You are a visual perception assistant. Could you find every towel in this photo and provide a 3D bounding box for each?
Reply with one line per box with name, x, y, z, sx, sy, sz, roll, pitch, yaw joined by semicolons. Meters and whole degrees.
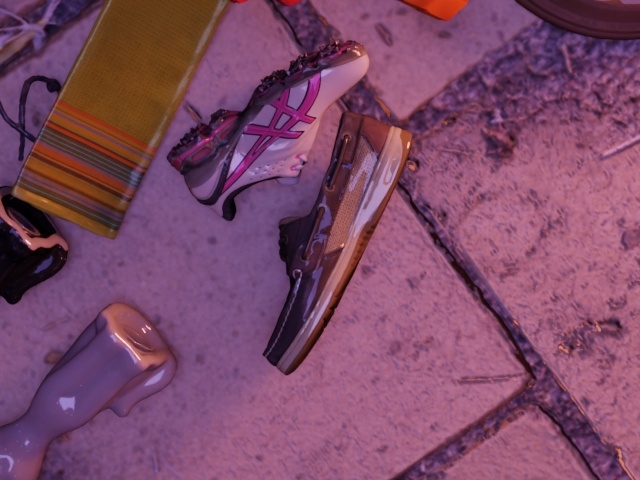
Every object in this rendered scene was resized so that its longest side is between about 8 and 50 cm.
towel;-0.158;-0.122;1.114;0.102;0.021;0.237;24;95;-38

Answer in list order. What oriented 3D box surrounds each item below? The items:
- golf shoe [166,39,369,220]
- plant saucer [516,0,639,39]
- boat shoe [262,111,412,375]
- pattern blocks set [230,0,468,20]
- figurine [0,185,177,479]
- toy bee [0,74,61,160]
golf shoe;-0.031;-0.092;1.124;0.186;0.067;0.086;-34;103;12
plant saucer;0.251;-0.304;1.117;0.278;0.041;0.278;0;96;0
boat shoe;0.000;-0.001;1.127;0.073;0.080;0.223;27;89;3
pattern blocks set;0.068;-0.307;1.019;0.325;0.026;0.285;-5;103;-24
figurine;-0.263;0.101;1.136;0.209;0.092;0.215;-42;95;11
toy bee;-0.349;-0.175;1.068;0.162;0.195;0.298;-11;107;25
